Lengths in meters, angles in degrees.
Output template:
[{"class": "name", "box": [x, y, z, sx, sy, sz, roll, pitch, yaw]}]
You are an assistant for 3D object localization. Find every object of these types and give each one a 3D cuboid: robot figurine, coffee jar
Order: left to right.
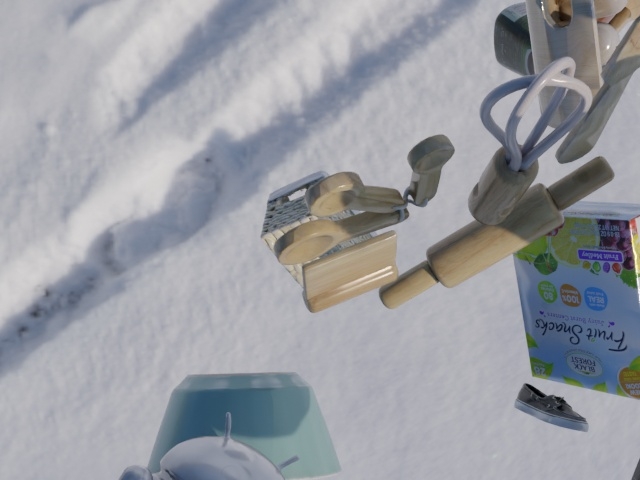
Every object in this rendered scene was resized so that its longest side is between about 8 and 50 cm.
[{"class": "robot figurine", "box": [-0.168, 0.407, 1.436, 0.200, 0.300, 0.353, 17, 71, 53]}, {"class": "coffee jar", "box": [0.317, -0.255, 1.503, 0.184, 0.079, 0.096, -129, 25, -50]}]

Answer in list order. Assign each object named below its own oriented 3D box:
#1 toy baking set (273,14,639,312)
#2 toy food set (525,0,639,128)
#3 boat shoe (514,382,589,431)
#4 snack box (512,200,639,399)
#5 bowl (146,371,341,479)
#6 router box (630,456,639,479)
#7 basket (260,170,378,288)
[{"class": "toy baking set", "box": [0.089, -0.026, 0.592, 0.256, 0.197, 0.030, -30, 69, 13]}, {"class": "toy food set", "box": [0.224, -0.236, 0.805, 0.092, 0.306, 0.219, 0, 116, 29]}, {"class": "boat shoe", "box": [0.331, 0.240, 1.569, 0.142, 0.049, 0.040, 16, 91, 58]}, {"class": "snack box", "box": [0.307, 0.063, 1.221, 0.174, 0.070, 0.207, 5, 112, 53]}, {"class": "bowl", "box": [-0.123, 0.292, 1.734, 0.312, 0.311, 0.163, -4, 84, 24]}, {"class": "router box", "box": [0.529, 0.271, 1.259, 0.309, 0.081, 0.242, 18, 98, -12]}, {"class": "basket", "box": [0.000, 0.000, 1.614, 0.113, 0.103, 0.167, -22, 121, 30]}]
